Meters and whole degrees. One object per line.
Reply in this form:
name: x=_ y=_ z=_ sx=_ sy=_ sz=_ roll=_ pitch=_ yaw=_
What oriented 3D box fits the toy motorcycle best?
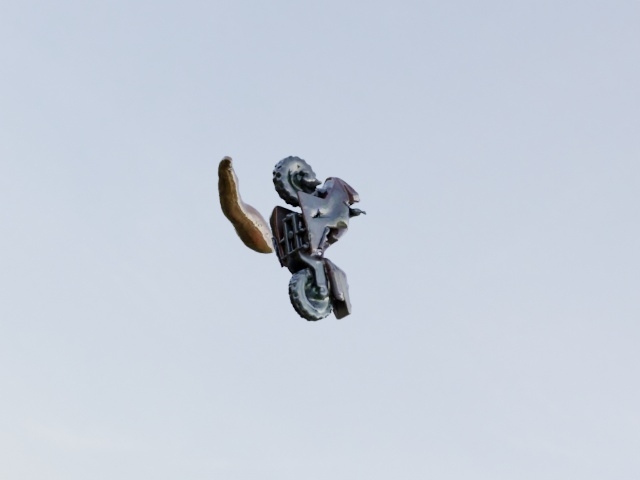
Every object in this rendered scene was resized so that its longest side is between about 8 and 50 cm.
toy motorcycle: x=0.000 y=0.000 z=1.852 sx=0.122 sy=0.213 sz=0.082 roll=6 pitch=-23 yaw=-33

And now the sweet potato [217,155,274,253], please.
sweet potato: x=-0.115 y=-0.048 z=2.160 sx=0.050 sy=0.050 sz=0.214 roll=13 pitch=-30 yaw=29
